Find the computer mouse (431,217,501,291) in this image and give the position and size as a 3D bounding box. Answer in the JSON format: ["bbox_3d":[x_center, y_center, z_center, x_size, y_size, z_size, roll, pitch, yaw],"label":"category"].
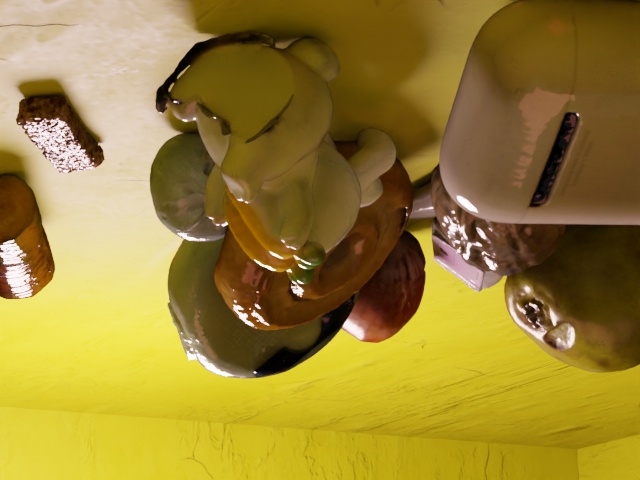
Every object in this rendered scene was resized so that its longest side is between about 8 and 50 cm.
[{"bbox_3d":[0.216,0.018,2.341,0.126,0.056,0.245,36,176,11],"label":"computer mouse"}]

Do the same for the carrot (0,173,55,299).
[{"bbox_3d":[-0.437,0.003,2.230,0.114,0.114,0.302,0,161,-5],"label":"carrot"}]

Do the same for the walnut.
[{"bbox_3d":[0.228,-0.051,2.039,0.178,0.178,0.230,-8,152,19],"label":"walnut"}]

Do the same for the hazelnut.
[{"bbox_3d":[0.071,0.056,2.385,0.182,0.182,0.182,-2,163,-1],"label":"hazelnut"}]

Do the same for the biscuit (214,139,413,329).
[{"bbox_3d":[0.000,0.000,2.045,0.296,0.102,0.296,-32,151,-20],"label":"biscuit"}]

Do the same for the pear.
[{"bbox_3d":[0.406,0.059,2.282,0.321,0.269,0.269,-13,171,-32],"label":"pear"}]

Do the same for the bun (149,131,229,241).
[{"bbox_3d":[-0.143,-0.069,1.974,0.140,0.141,0.083,11,165,-37],"label":"bun"}]

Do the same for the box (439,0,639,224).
[{"bbox_3d":[0.314,-0.133,1.710,0.349,0.141,0.289,1,141,-11],"label":"box"}]

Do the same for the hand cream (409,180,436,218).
[{"bbox_3d":[0.149,-0.053,2.221,0.087,0.054,0.186,-2,171,-23],"label":"hand cream"}]

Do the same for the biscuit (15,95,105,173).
[{"bbox_3d":[-0.317,-0.127,1.938,0.064,0.034,0.199,-3,163,6],"label":"biscuit"}]

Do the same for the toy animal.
[{"bbox_3d":[-0.040,-0.090,1.781,0.182,0.247,0.310,8,154,30],"label":"toy animal"}]

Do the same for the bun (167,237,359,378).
[{"bbox_3d":[-0.096,0.043,2.250,0.293,0.293,0.187,9,-163,-32],"label":"bun"}]
